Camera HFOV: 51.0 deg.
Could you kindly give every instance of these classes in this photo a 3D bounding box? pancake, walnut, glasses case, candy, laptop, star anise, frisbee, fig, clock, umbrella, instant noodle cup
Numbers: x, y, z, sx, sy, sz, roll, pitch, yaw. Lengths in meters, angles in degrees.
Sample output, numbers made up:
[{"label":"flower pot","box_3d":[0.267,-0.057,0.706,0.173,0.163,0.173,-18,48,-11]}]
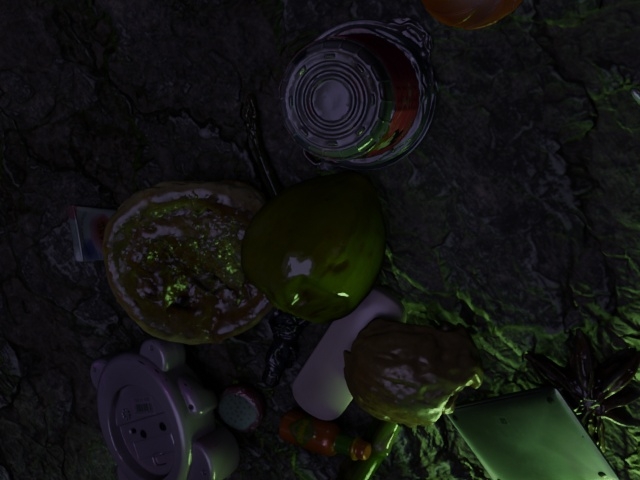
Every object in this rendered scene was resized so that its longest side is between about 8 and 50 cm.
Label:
[{"label":"pancake","box_3d":[-0.226,0.043,1.257,0.356,0.065,0.356,-2,110,-6]},{"label":"walnut","box_3d":[0.154,0.230,1.146,0.238,0.141,0.204,-36,113,12]},{"label":"glasses case","box_3d":[0.051,0.212,1.254,0.113,0.075,0.297,35,111,7]},{"label":"candy","box_3d":[-0.162,0.343,1.381,0.103,0.043,0.103,5,107,16]},{"label":"laptop","box_3d":[0.350,0.345,1.149,0.187,0.015,0.269,55,143,-1]},{"label":"star anise","box_3d":[0.439,0.264,1.129,0.229,0.093,0.236,-18,101,17]},{"label":"frisbee","box_3d":[0.237,-0.430,1.047,0.192,0.035,0.192,5,105,19]},{"label":"fig","box_3d":[0.000,0.000,1.137,0.239,0.239,0.271,27,86,11]},{"label":"clock","box_3d":[-0.338,0.368,1.393,0.296,0.113,0.322,-23,86,32]},{"label":"umbrella","box_3d":[-0.069,0.186,1.293,0.080,0.071,0.224,28,112,16]},{"label":"instant noodle cup","box_3d":[0.044,-0.231,1.085,0.258,0.181,0.302,33,112,10]}]

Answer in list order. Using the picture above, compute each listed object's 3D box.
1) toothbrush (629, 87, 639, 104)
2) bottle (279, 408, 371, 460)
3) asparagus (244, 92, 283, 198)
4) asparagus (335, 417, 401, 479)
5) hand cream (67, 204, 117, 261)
[{"label":"toothbrush","box_3d":[0.541,-0.155,1.020,0.204,0.017,0.022,47,124,3]},{"label":"bottle","box_3d":[0.011,0.379,1.293,0.187,0.069,0.069,8,107,31]},{"label":"asparagus","box_3d":[-0.103,-0.155,1.240,0.034,0.027,0.236,-16,98,17]},{"label":"asparagus","box_3d":[0.086,0.432,1.310,0.067,0.060,0.277,39,114,25]},{"label":"hand cream","box_3d":[-0.379,-0.009,1.357,0.341,0.078,0.124,1,105,24]}]
